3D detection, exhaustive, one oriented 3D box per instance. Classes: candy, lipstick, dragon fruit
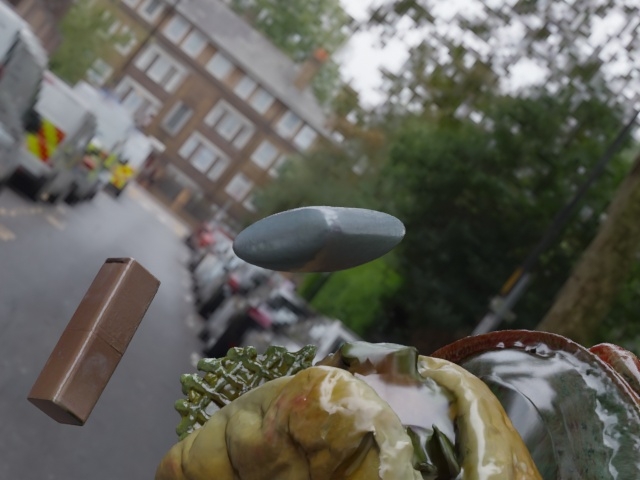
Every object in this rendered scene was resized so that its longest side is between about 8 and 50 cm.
[{"bbox_3d":[0.000,0.000,1.656,0.138,0.071,0.174,-12,-7,30],"label":"candy"},{"bbox_3d":[-0.192,0.085,1.274,0.045,0.145,0.045,0,-35,45],"label":"lipstick"},{"bbox_3d":[0.141,0.199,1.148,0.268,0.295,0.130,28,-4,27],"label":"dragon fruit"}]

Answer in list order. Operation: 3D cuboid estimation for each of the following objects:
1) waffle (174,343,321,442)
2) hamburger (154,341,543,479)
[{"bbox_3d":[-0.067,0.190,1.615,0.036,0.183,0.169,86,-10,-60],"label":"waffle"},{"bbox_3d":[0.029,0.159,0.881,0.330,0.162,0.209,-1,-80,53],"label":"hamburger"}]
